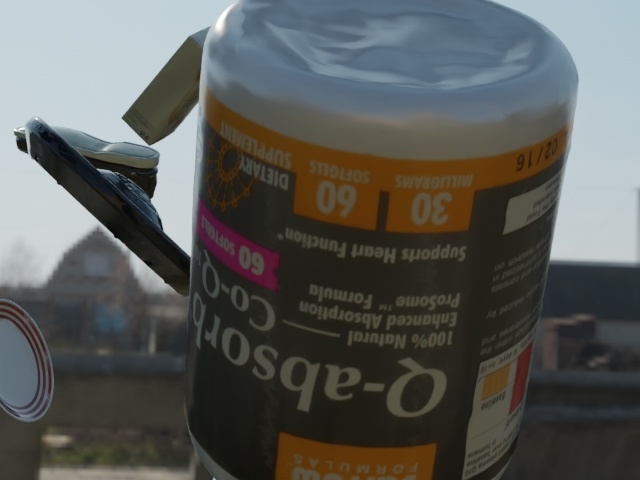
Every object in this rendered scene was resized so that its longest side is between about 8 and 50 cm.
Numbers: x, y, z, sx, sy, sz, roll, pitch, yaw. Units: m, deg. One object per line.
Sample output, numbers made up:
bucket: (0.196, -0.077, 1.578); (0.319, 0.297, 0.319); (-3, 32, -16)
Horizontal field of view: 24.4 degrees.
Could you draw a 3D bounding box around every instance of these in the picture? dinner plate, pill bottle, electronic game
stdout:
dinner plate: (-0.341, 0.134, 1.635); (0.017, 0.141, 0.141); (-20, -12, 20)
pill bottle: (0.020, 0.033, 0.681); (0.162, 0.278, 0.162); (4, 28, -2)
electronic game: (-0.178, -0.029, 1.331); (0.229, 0.048, 0.229); (42, -4, 4)

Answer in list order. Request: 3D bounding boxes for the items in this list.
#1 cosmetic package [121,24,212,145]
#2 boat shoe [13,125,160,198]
cosmetic package: (-0.133, -0.148, 1.416); (0.115, 0.041, 0.060); (-46, -1, 29)
boat shoe: (-0.332, -0.110, 2.070); (0.227, 0.069, 0.081); (15, 23, 20)
